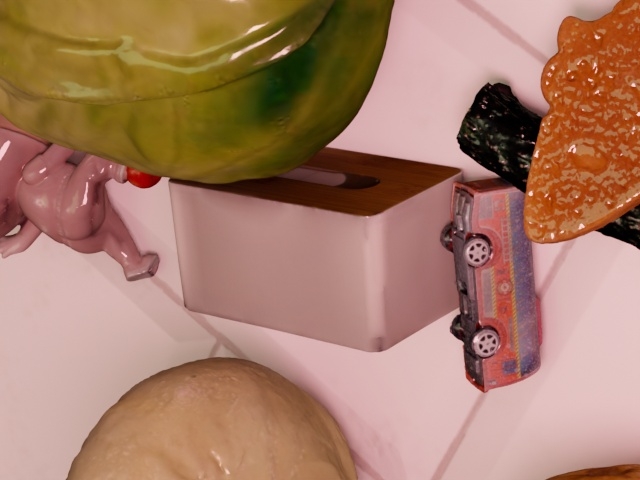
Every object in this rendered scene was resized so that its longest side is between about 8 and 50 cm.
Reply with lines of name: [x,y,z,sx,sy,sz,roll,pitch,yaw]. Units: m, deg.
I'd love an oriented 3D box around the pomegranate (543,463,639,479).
pomegranate: [0.270,0.358,1.674,0.342,0.342,0.342,15,115,35]

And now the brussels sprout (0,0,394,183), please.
brussels sprout: [-0.112,-0.234,1.734,0.361,0.342,0.425,36,128,30]

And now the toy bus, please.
toy bus: [0.159,0.039,1.793,0.065,0.077,0.192,-141,42,-70]

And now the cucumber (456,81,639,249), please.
cucumber: [0.256,-0.039,1.691,0.303,0.072,0.081,31,123,26]

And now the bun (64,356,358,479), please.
bun: [-0.078,0.298,1.894,0.202,0.364,0.364,10,112,42]

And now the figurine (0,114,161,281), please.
figurine: [-0.298,-0.068,2.105,0.287,0.176,0.186,16,75,17]

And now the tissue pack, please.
tissue pack: [-0.001,0.001,1.860,0.246,0.159,0.136,10,114,36]

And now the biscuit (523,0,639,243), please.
biscuit: [0.260,-0.111,1.632,0.183,0.043,0.280,38,107,24]
